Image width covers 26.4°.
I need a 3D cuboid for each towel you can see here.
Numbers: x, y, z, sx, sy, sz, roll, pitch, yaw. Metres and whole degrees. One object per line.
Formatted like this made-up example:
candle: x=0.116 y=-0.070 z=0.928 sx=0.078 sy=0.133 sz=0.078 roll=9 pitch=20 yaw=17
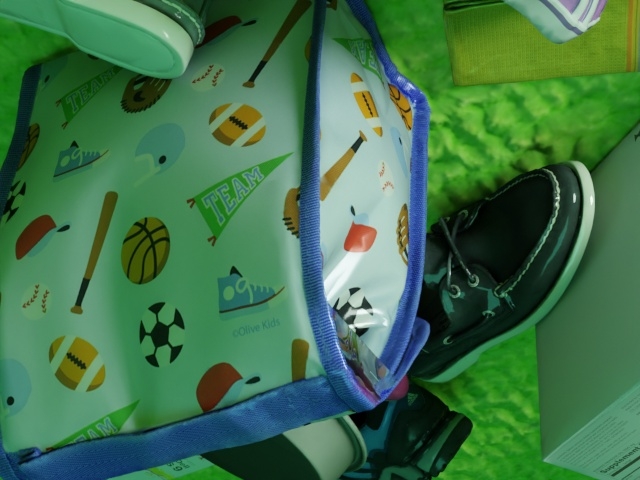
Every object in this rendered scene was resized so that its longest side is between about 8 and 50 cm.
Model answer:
towel: x=0.224 y=-0.172 z=1.135 sx=0.237 sy=0.021 sz=0.102 roll=-4 pitch=138 yaw=11

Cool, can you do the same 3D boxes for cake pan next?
cake pan: x=-0.093 y=0.165 z=1.357 sx=0.293 sy=0.054 sz=0.293 roll=27 pitch=155 yaw=13

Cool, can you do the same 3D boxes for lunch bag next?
lunch bag: x=-0.090 y=0.010 z=1.101 sx=0.327 sy=0.386 sz=0.239 roll=-19 pitch=134 yaw=24

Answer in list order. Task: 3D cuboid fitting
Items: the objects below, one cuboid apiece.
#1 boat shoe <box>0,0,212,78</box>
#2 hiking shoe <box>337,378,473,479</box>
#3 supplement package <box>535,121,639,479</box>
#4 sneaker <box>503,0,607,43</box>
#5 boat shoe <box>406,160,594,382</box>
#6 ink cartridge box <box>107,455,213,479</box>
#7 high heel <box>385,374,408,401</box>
boat shoe: x=-0.229 y=-0.233 z=1.058 sx=0.319 sy=0.099 sz=0.116 roll=25 pitch=160 yaw=3
hiking shoe: x=0.058 y=0.236 z=1.590 sx=0.132 sy=0.113 sz=0.304 roll=45 pitch=140 yaw=1
supplement package: x=0.303 y=0.061 z=1.213 sx=0.145 sy=0.262 sz=0.204 roll=20 pitch=137 yaw=-17
sneaker: x=0.200 y=-0.219 z=0.943 sx=0.161 sy=0.102 sz=0.282 roll=-30 pitch=174 yaw=19
boat shoe: x=0.133 y=0.032 z=1.303 sx=0.113 sy=0.127 sz=0.340 roll=9 pitch=150 yaw=-22
ink cartridge box: x=-0.225 y=0.209 z=1.573 sx=0.212 sy=0.093 sz=0.154 roll=-23 pitch=132 yaw=27
high heel: x=0.013 y=0.045 z=1.302 sx=0.244 sy=0.082 sz=0.117 roll=47 pitch=130 yaw=5
